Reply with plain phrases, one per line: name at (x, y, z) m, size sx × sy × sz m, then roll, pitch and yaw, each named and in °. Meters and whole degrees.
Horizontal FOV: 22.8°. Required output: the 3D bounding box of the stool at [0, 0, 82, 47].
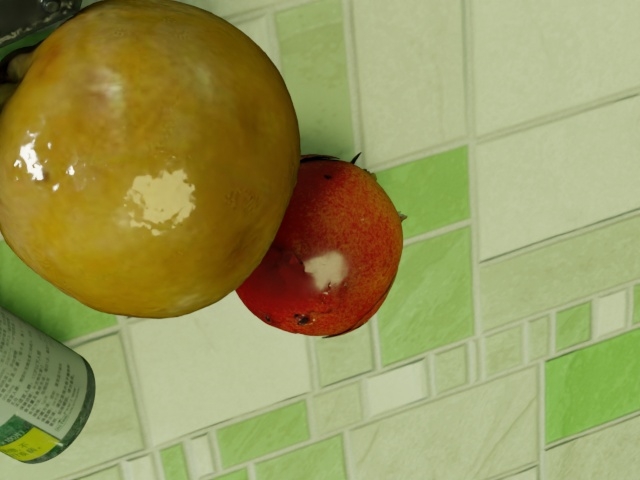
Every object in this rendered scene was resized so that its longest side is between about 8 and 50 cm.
stool at (-0.320, -0.291, 1.444) m, size 0.232 × 0.141 × 0.232 m, roll -13°, pitch 128°, yaw -17°

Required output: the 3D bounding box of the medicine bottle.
medicine bottle at (-0.390, 0.128, 1.727) m, size 0.141 × 0.141 × 0.293 m, roll -43°, pitch 131°, yaw 8°

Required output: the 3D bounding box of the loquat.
loquat at (-0.176, -0.082, 1.561) m, size 0.328 × 0.328 × 0.328 m, roll -14°, pitch 129°, yaw -17°

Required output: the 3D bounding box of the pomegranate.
pomegranate at (0.000, 0.000, 1.790) m, size 0.235 × 0.210 × 0.210 m, roll -39°, pitch 142°, yaw -41°
